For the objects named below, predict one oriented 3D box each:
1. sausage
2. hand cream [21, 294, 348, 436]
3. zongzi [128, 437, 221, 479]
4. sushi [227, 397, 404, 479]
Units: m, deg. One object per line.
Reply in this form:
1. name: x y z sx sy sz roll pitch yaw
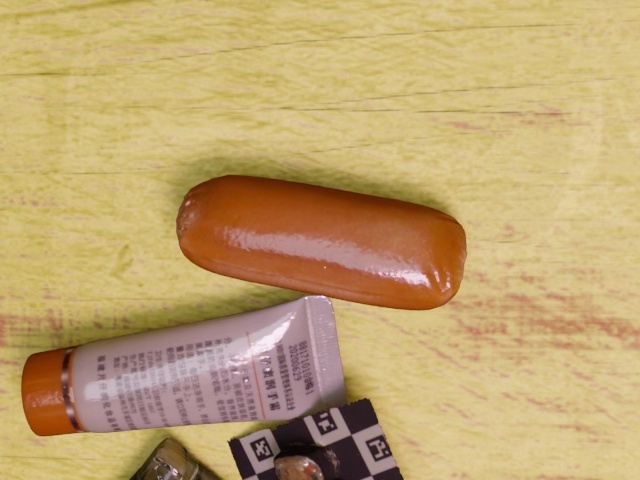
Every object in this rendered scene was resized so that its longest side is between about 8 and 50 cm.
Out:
1. sausage: 0.000 0.001 0.879 0.274 0.105 0.105 10 99 6
2. hand cream: -0.134 0.130 0.923 0.314 0.089 0.140 -4 111 5
3. zongzi: -0.148 0.274 0.969 0.113 0.052 0.104 37 109 -11
4. sushi: 0.001 0.281 0.900 0.192 0.050 0.215 -24 87 32
